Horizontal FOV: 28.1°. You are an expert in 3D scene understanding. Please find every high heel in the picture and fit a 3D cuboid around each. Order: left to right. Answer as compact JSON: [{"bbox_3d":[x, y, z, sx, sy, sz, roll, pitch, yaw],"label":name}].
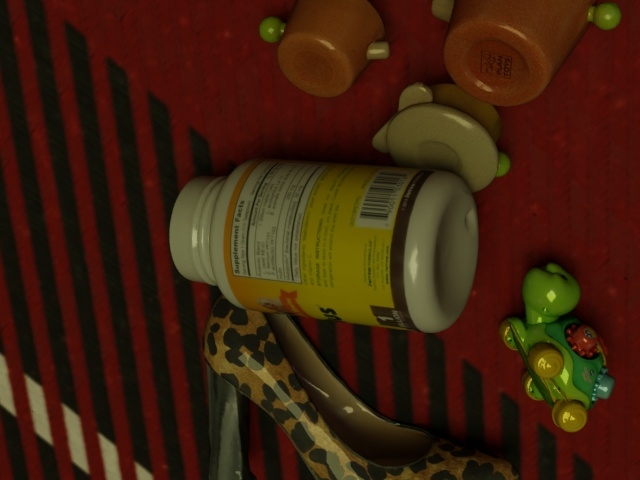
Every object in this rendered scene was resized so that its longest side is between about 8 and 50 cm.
[{"bbox_3d":[0.032,0.122,1.028,0.261,0.093,0.186,3,104,6],"label":"high heel"}]

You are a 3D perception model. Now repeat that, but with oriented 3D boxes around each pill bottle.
[{"bbox_3d":[0.000,0.000,0.946,0.215,0.117,0.117,6,114,26],"label":"pill bottle"}]

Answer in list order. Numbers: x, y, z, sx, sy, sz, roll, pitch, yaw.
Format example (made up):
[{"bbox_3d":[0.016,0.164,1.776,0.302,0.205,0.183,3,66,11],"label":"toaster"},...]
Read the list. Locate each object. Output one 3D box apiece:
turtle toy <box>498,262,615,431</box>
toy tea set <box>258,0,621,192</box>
[{"bbox_3d":[0.183,0.080,0.984,0.066,0.095,0.130,-26,108,-4],"label":"turtle toy"},{"bbox_3d":[0.038,-0.188,0.901,0.336,0.124,0.200,35,143,-9],"label":"toy tea set"}]
